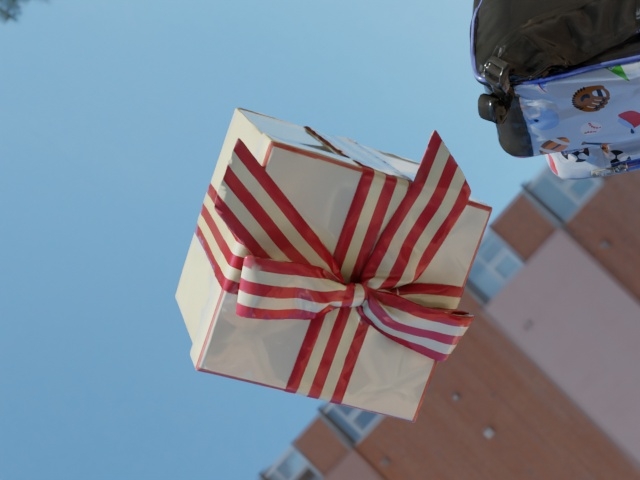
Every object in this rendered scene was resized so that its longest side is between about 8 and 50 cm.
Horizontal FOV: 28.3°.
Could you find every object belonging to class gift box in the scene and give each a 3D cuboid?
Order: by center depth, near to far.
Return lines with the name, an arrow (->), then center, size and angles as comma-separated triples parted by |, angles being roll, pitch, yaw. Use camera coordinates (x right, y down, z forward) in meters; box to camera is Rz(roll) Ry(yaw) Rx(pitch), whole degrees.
gift box -> 0.000, 0.000, 1.231 | 0.255, 0.276, 0.258 | 10, -166, -16

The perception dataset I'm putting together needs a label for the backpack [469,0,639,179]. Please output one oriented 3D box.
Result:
backpack -> 0.272, -0.186, 1.069 | 0.213, 0.263, 0.276 | 50, -143, -46
